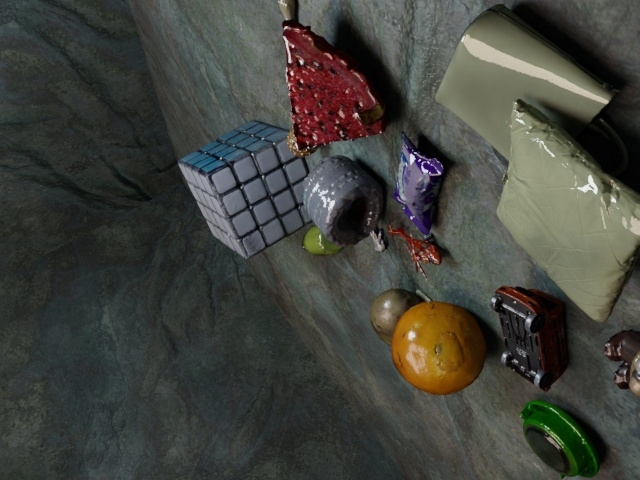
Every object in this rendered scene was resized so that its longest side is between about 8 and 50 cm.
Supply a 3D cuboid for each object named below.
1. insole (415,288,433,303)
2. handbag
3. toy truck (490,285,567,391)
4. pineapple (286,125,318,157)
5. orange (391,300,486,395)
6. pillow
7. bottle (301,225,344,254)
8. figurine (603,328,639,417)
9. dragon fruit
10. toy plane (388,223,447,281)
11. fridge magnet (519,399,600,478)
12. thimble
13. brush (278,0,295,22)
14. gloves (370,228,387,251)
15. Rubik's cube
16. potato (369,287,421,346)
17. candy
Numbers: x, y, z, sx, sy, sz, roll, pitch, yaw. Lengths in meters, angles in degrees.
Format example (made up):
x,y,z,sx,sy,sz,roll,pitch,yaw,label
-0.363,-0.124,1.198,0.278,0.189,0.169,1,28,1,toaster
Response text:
x,y,z,sx,sy,sz,roll,pitch,yaw,label
0.341,0.213,1.599,0.192,0.010,0.063,47,157,32,insole
0.333,-0.200,0.871,0.315,0.109,0.241,49,160,15,handbag
0.444,0.191,1.159,0.107,0.114,0.253,34,150,53,toy truck
-0.031,-0.317,1.593,0.108,0.108,0.197,57,154,5,pineapple
0.307,0.279,1.444,0.246,0.246,0.246,49,158,27,orange
0.378,-0.040,0.853,0.274,0.076,0.281,59,170,36,pillow
0.000,0.000,1.963,0.112,0.112,0.260,61,161,-7,bottle
0.562,0.248,0.816,0.365,0.206,0.218,15,119,66,figurine
0.001,-0.345,1.267,0.302,0.240,0.330,4,133,44,dragon fruit
0.251,0.018,1.445,0.126,0.077,0.194,69,166,-17,toy plane
0.565,0.476,1.320,0.208,0.088,0.208,49,158,27,fridge magnet
0.062,-0.111,1.535,0.172,0.205,0.236,51,-176,34,thimble
-0.076,-0.522,1.482,0.039,0.042,0.299,43,157,30,brush
0.175,-0.005,1.660,0.064,0.026,0.086,10,124,63,gloves
-0.247,-0.188,1.953,0.344,0.337,0.344,26,143,55,Rubik's cube
0.231,0.233,1.679,0.165,0.165,0.262,43,166,37,potato
0.224,-0.130,1.289,0.145,0.070,0.275,56,166,28,candy
